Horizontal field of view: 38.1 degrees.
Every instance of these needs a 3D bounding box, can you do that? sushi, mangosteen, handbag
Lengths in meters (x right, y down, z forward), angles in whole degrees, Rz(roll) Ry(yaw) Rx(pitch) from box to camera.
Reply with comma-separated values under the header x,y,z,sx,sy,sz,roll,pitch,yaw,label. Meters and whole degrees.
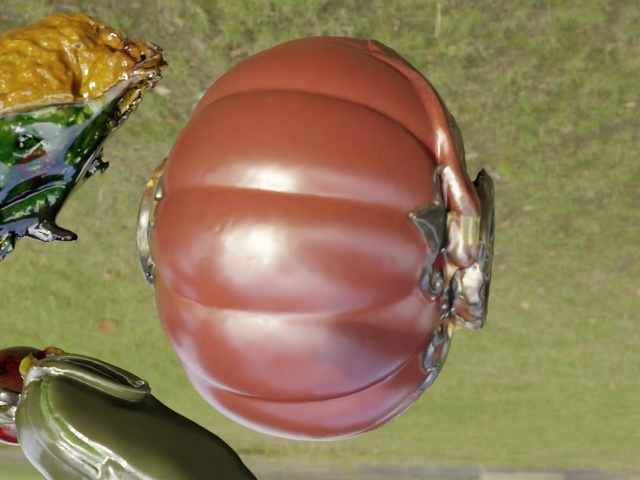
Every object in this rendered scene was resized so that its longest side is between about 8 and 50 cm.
x,y,z,sx,sy,sz,roll,pitch,yaw,label
-0.233,-0.058,0.680,0.287,0.140,0.149,-22,145,-1,sushi
-0.232,0.117,0.719,0.081,0.081,0.081,1,163,0,mangosteen
-0.073,0.083,0.355,0.111,0.047,0.072,35,-165,0,handbag

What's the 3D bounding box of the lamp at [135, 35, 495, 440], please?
x,y,z,sx,sy,sz,roll,pitch,yaw,label
0.000,0.000,0.700,0.257,0.303,0.303,5,165,14,lamp
